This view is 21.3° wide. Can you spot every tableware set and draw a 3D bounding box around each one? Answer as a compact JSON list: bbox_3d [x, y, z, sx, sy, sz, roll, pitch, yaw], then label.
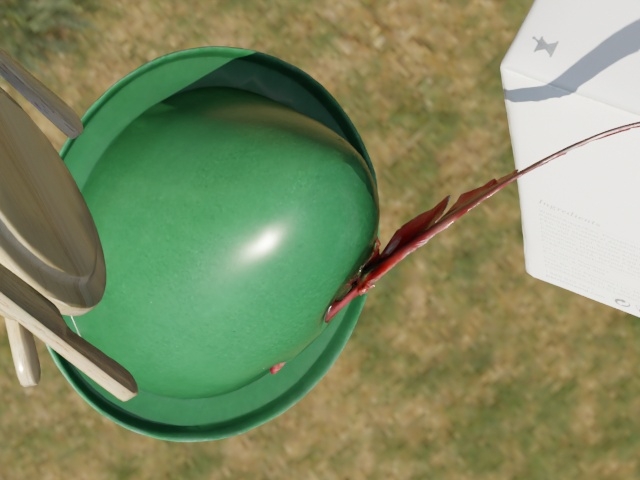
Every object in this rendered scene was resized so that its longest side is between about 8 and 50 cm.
[{"bbox_3d":[-0.130,-0.036,0.480,0.039,0.128,0.194,-31,137,14],"label":"tableware set"}]

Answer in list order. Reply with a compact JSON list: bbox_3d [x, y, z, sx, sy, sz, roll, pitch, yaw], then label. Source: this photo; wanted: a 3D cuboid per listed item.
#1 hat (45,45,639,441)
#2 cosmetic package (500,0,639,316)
[{"bbox_3d":[0.000,0.000,0.701,0.173,0.183,0.208,30,81,-29],"label":"hat"},{"bbox_3d":[0.203,-0.099,0.868,0.224,0.138,0.224,-62,158,-19],"label":"cosmetic package"}]
